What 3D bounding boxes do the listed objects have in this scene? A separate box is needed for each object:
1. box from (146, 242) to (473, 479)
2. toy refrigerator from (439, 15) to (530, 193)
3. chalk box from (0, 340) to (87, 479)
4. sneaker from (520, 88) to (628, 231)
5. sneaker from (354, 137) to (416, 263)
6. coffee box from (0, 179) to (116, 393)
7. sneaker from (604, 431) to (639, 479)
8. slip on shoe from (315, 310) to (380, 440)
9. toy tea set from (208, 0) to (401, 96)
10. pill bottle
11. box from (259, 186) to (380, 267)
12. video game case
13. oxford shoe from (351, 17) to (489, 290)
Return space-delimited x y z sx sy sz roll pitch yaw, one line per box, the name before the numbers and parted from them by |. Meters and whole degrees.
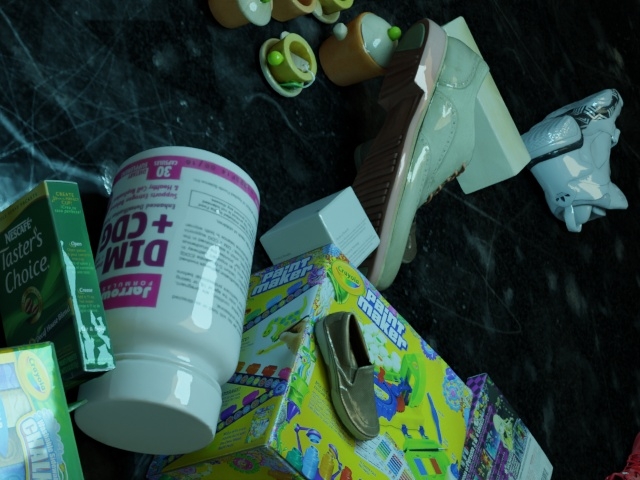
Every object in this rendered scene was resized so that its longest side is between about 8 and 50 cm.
box | 0.005 0.214 1.224 0.290 0.177 0.279 47 41 -26
toy refrigerator | 0.240 -0.225 1.820 0.094 0.102 0.269 -39 103 -54
chalk box | -0.290 0.166 0.900 0.213 0.132 0.132 -2 74 -52
sneaker | 0.514 -0.156 2.122 0.366 0.137 0.210 -33 100 -49
sneaker | 0.109 -0.061 1.589 0.066 0.071 0.188 -22 90 -55
coffee box | -0.254 0.048 1.015 0.040 0.113 0.184 3 68 -49
sneaker | 0.568 0.411 1.942 0.128 0.087 0.221 44 41 -33
slip on shoe | 0.037 0.137 1.118 0.051 0.041 0.135 -5 76 -53
toy tea set | -0.003 -0.310 1.524 0.336 0.124 0.200 -22 91 -55
pill bottle | -0.154 0.060 1.106 0.160 0.160 0.283 35 47 -38
box | 0.000 0.000 1.390 0.087 0.101 0.102 61 34 -10
video game case | 0.256 0.347 1.600 0.210 0.042 0.232 54 38 -20
oxford shoe | 0.143 -0.104 1.506 0.147 0.140 0.396 22 79 -22
